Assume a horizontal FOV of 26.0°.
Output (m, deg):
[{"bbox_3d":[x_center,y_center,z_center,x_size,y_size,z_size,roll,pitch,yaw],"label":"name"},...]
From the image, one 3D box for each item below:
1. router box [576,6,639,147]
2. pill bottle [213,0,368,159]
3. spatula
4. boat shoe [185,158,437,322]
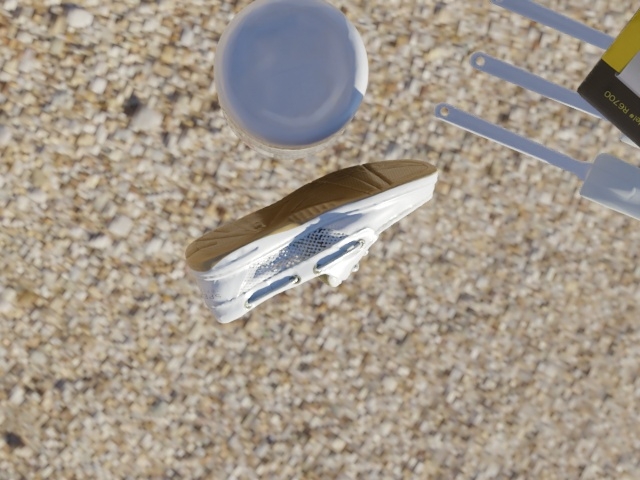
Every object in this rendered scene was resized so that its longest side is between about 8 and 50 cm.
[{"bbox_3d":[0.186,-0.037,0.432,0.046,0.179,0.133,-41,170,-36],"label":"router box"},{"bbox_3d":[-0.035,-0.173,1.535,0.162,0.278,0.162,0,89,-3],"label":"pill bottle"},{"bbox_3d":[0.243,-0.134,1.297,0.242,0.019,0.168,24,108,3],"label":"spatula"},{"bbox_3d":[0.000,0.000,1.402,0.277,0.098,0.096,-24,112,-17],"label":"boat shoe"}]
